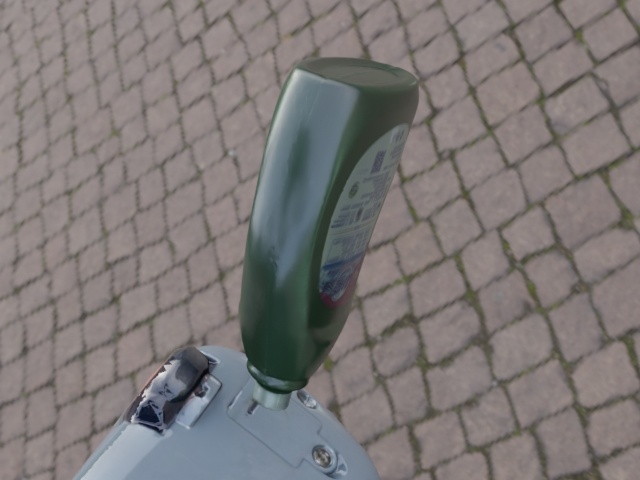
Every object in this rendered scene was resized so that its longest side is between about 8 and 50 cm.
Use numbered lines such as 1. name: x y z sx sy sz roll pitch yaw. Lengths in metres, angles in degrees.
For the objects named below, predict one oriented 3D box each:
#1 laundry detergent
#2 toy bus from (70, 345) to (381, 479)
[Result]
1. laundry detergent: 0.000 0.000 0.681 0.063 0.137 0.211 19 110 16
2. toy bus: -0.097 0.227 0.757 0.232 0.194 0.287 -52 2 43
